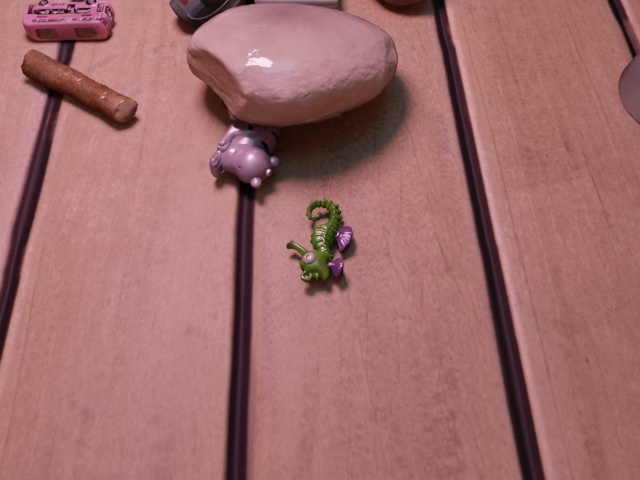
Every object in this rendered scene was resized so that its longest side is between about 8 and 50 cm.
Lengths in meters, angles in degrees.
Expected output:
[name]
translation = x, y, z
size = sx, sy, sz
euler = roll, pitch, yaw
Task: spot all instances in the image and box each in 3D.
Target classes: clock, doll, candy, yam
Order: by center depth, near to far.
[doll]
translation = 0.000, 0.000, 1.305
size = 0.115, 0.050, 0.190
euler = 16, 55, 2
[clock]
translation = -0.129, -0.183, 1.410
size = 0.117, 0.080, 0.176
euler = 21, 59, 14
[candy]
translation = -0.046, -0.385, 1.448
size = 0.427, 0.186, 0.386
euler = -10, 39, -22
[yam]
translation = -0.521, -0.332, 1.524
size = 0.300, 0.066, 0.066
euler = 27, 60, 18

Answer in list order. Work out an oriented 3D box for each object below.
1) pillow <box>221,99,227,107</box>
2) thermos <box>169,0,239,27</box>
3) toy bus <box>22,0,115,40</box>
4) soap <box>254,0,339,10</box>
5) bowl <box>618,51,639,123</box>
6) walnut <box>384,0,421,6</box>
[pillow]
translation = -0.088, -0.296, 1.502
size = 0.233, 0.038, 0.130
euler = 9, 35, 6
[thermos]
translation = -0.217, -0.605, 1.624
size = 0.286, 0.145, 0.182
euler = -42, 53, 10
[toy bus]
translation = -0.588, -0.514, 1.649
size = 0.203, 0.063, 0.090
euler = -2, 59, 1
[soap]
translation = -0.055, -0.589, 1.695
size = 0.198, 0.066, 0.119
euler = 0, 54, 0
[bowl]
translation = 0.798, -0.351, 1.486
size = 0.290, 0.146, 0.289
euler = 0, 55, 0
[walnut]
translation = 0.183, -0.659, 1.691
size = 0.178, 0.178, 0.230
euler = -29, 72, -18
